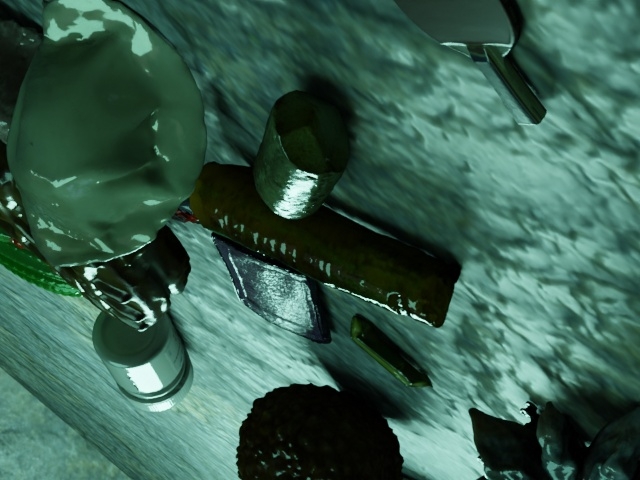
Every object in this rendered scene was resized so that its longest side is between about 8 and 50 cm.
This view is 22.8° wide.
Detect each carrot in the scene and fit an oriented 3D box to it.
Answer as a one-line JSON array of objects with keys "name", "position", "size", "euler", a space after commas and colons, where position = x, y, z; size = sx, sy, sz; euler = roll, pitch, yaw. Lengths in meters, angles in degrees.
[{"name": "carrot", "position": [0.000, 0.000, 1.319], "size": [0.260, 0.070, 0.070], "euler": [25, 159, 31]}]

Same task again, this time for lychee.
[{"name": "lychee", "position": [0.004, 0.257, 1.758], "size": [0.238, 0.200, 0.200], "euler": [40, 167, 36]}]

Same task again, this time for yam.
[{"name": "yam", "position": [-0.012, -0.064, 1.180], "size": [0.070, 0.069, 0.146], "euler": [37, 162, 2]}]

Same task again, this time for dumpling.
[{"name": "dumpling", "position": [-0.176, -0.079, 1.302], "size": [0.167, 0.215, 0.126], "euler": [16, 176, 16]}]

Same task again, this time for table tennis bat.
[{"name": "table tennis bat", "position": [0.084, -0.126, 0.921], "size": [0.095, 0.014, 0.158], "euler": [9, 145, 53]}]

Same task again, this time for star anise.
[{"name": "star anise", "position": [0.230, 0.221, 1.311], "size": [0.262, 0.081, 0.230], "euler": [25, 126, -3]}]

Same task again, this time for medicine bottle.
[{"name": "medicine bottle", "position": [-0.229, 0.148, 2.065], "size": [0.105, 0.105, 0.168], "euler": [30, 161, 21]}]

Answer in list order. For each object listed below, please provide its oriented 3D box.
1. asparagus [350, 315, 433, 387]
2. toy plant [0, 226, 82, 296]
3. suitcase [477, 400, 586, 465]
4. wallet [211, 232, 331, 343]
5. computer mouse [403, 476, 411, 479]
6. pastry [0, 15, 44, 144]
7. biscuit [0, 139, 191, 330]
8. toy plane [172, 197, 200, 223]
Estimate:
[{"name": "asparagus", "position": [0.068, 0.114, 1.542], "size": [0.108, 0.021, 0.025], "euler": [41, 161, -13]}, {"name": "toy plant", "position": [-0.312, 0.025, 1.957], "size": [0.240, 0.088, 0.154], "euler": [24, 173, 6]}, {"name": "suitcase", "position": [0.206, 0.217, 1.425], "size": [0.059, 0.086, 0.126], "euler": [19, 148, 51]}, {"name": "wallet", "position": [-0.046, 0.047, 1.578], "size": [0.111, 0.030, 0.166], "euler": [29, 161, 22]}, {"name": "computer mouse", "position": [0.072, 0.356, 2.027], "size": [0.288, 0.097, 0.159], "euler": [15, 150, 51]}, {"name": "pastry", "position": [-0.239, -0.113, 1.439], "size": [0.265, 0.103, 0.112], "euler": [35, 170, 13]}, {"name": "biscuit", "position": [-0.271, -0.039, 1.641], "size": [0.332, 0.103, 0.332], "euler": [40, 169, 9]}, {"name": "toy plane", "position": [-0.117, -0.033, 1.504], "size": [0.060, 0.037, 0.145], "euler": [38, 164, -16]}]
